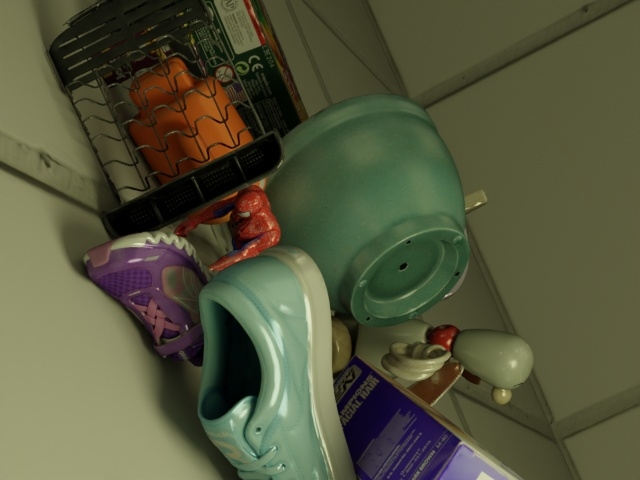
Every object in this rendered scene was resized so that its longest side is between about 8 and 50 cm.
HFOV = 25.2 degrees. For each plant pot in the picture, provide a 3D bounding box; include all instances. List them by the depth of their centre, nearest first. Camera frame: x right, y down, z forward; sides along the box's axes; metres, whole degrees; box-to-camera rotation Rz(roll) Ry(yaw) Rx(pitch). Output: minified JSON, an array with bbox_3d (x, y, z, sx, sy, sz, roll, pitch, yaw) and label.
[{"bbox_3d":[0.070,-0.014,1.838,0.196,0.293,0.293,56,7,36],"label":"plant pot"}]

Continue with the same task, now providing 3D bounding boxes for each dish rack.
[{"bbox_3d":[-0.177,-0.152,1.560,0.074,0.208,0.272,55,9,-81],"label":"dish rack"}]

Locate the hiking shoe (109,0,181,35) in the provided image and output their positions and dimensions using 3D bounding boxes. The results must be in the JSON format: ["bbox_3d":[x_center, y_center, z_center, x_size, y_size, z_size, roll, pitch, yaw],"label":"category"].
[{"bbox_3d":[-0.248,-0.304,1.868,0.114,0.086,0.227,43,14,-24],"label":"hiking shoe"}]

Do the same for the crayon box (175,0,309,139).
[{"bbox_3d":[-0.101,-0.249,2.050,0.313,0.106,0.363,-104,172,-59],"label":"crayon box"}]

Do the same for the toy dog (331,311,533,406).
[{"bbox_3d":[0.112,0.179,1.899,0.333,0.220,0.161,19,-64,54],"label":"toy dog"}]

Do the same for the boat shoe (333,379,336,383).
[{"bbox_3d":[0.033,0.264,1.893,0.065,0.075,0.206,-54,134,-26],"label":"boat shoe"}]

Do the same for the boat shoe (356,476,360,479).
[{"bbox_3d":[0.047,0.396,1.543,0.307,0.104,0.110,66,13,12],"label":"boat shoe"}]

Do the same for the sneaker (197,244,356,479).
[{"bbox_3d":[-0.065,0.195,1.450,0.150,0.135,0.366,-16,101,-43],"label":"sneaker"}]

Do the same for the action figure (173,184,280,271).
[{"bbox_3d":[-0.116,0.021,1.656,0.280,0.139,0.091,104,-35,-64],"label":"action figure"}]

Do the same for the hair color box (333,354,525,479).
[{"bbox_3d":[0.125,0.248,1.527,0.185,0.110,0.339,37,-3,-20],"label":"hair color box"}]

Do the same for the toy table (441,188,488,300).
[{"bbox_3d":[0.180,-0.027,2.638,0.274,0.252,0.161,56,-5,8],"label":"toy table"}]

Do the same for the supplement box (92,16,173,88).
[{"bbox_3d":[-0.230,-0.230,1.743,0.055,0.083,0.043,60,14,-10],"label":"supplement box"}]

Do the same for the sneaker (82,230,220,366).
[{"bbox_3d":[-0.155,0.067,1.464,0.236,0.095,0.105,38,41,-58],"label":"sneaker"}]

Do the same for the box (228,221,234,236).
[{"bbox_3d":[-0.073,0.032,1.974,0.164,0.021,0.201,38,28,-60],"label":"box"}]

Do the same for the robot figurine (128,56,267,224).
[{"bbox_3d":[-0.147,-0.113,1.742,0.128,0.158,0.219,-41,107,-34],"label":"robot figurine"}]
